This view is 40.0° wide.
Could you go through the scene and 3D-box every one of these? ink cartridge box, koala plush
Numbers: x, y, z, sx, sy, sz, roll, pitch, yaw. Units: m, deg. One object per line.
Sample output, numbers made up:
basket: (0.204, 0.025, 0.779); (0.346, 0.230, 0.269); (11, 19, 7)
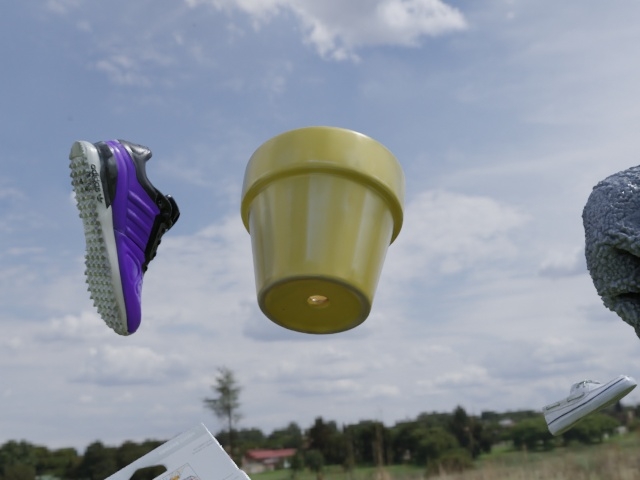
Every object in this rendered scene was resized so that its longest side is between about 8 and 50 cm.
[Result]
ink cartridge box: (-0.229, 0.441, 1.353); (0.275, 0.239, 0.060); (-27, -40, -28)
koala plush: (0.362, -0.012, 0.760); (0.196, 0.203, 0.221); (-47, 0, -32)

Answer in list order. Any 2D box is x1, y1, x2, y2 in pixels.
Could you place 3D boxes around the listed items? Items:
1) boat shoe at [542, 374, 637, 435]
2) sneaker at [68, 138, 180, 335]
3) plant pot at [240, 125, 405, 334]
boat shoe: (0.557, 0.331, 1.858); (0.083, 0.075, 0.226); (5, -39, -49)
sneaker: (-0.273, -0.009, 1.304); (0.146, 0.293, 0.102); (-11, 7, -34)
plant pot: (0.000, 0.000, 1.312); (0.254, 0.239, 0.254); (3, -36, 2)
